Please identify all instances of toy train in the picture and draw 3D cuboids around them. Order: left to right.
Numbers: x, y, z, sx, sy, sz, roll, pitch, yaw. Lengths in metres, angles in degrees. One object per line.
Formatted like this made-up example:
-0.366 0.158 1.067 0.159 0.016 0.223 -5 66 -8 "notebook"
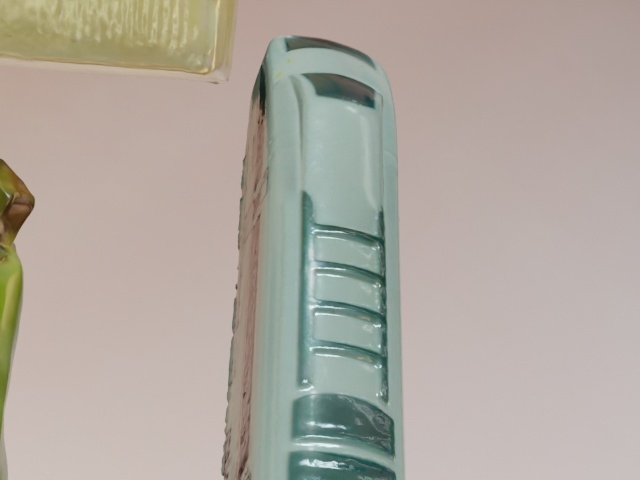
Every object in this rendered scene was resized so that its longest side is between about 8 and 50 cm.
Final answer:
0.000 0.000 0.877 0.088 0.086 0.407 111 165 -46 "toy train"

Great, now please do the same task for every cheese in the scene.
-0.178 -0.261 1.182 0.124 0.242 0.266 -142 56 -87 "cheese"

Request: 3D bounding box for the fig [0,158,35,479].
-0.235 0.129 0.650 0.314 0.233 0.233 -34 -1 24 "fig"
